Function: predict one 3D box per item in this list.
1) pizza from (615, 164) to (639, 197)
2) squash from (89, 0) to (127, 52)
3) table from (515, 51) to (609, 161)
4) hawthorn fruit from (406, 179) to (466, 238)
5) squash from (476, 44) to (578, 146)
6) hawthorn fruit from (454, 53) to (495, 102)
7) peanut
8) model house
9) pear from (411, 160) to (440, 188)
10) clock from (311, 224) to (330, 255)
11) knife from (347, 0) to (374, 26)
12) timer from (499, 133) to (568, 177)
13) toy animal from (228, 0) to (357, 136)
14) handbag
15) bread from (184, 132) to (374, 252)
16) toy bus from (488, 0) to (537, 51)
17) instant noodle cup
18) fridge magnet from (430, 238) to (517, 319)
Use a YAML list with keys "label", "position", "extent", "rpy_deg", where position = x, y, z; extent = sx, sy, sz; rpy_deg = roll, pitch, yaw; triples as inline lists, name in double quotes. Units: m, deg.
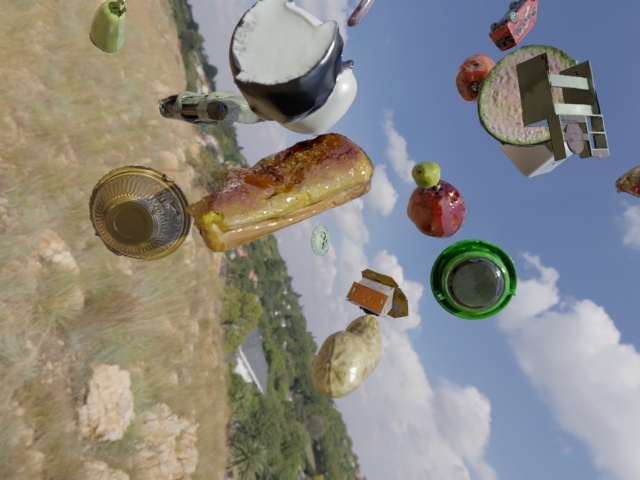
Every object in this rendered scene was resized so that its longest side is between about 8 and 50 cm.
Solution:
- label: "pizza"
  position: [0.982, -0.150, 1.196]
  extent: [0.062, 0.188, 0.198]
  rpy_deg: [31, 35, -51]
- label: "squash"
  position: [-0.570, -0.605, 1.149]
  extent: [0.224, 0.094, 0.094]
  rpy_deg: [-4, -71, 54]
- label: "table"
  position: [0.414, -0.218, 0.712]
  extent: [0.062, 0.146, 0.175]
  rpy_deg: [-8, -89, 58]
- label: "hawthorn fruit"
  position: [0.425, -0.132, 1.544]
  extent: [0.266, 0.211, 0.230]
  rpy_deg: [57, 14, -52]
- label: "squash"
  position: [0.697, -0.461, 1.407]
  extent: [0.309, 0.311, 0.310]
  rpy_deg: [-24, 94, -64]
- label: "hawthorn fruit"
  position: [0.554, -0.547, 1.468]
  extent: [0.285, 0.166, 0.165]
  rpy_deg: [-69, 149, -51]
- label: "peanut"
  position: [0.076, 0.271, 1.000]
  extent: [0.253, 0.122, 0.137]
  rpy_deg: [-25, 108, -52]
- label: "model house"
  position: [0.211, 0.241, 1.581]
  extent: [0.220, 0.136, 0.207]
  rpy_deg: [23, -48, 30]
- label: "pear"
  position: [0.330, -0.202, 1.289]
  extent: [0.092, 0.097, 0.092]
  rpy_deg: [7, -82, 55]
- label: "clock"
  position: [0.000, 0.000, 0.987]
  extent: [0.083, 0.010, 0.074]
  rpy_deg: [8, 86, -60]
- label: "knife"
  position: [0.163, -0.815, 1.339]
  extent: [0.053, 0.277, 0.123]
  rpy_deg: [23, -4, 24]
- label: "timer"
  position: [0.886, -0.390, 1.678]
  extent: [0.192, 0.195, 0.194]
  rpy_deg: [60, -39, 18]
- label: "toy animal"
  position: [-0.056, -0.356, 0.922]
  extent: [0.310, 0.251, 0.250]
  rpy_deg: [35, 32, -77]
- label: "handbag"
  position: [-0.329, -0.420, 1.323]
  extent: [0.253, 0.316, 0.108]
  rpy_deg: [-28, 124, -57]
- label: "bread"
  position: [-0.083, -0.115, 0.837]
  extent: [0.185, 0.381, 0.109]
  rpy_deg: [50, -27, 35]
- label: "toy bus"
  position: [0.620, -0.694, 1.316]
  extent: [0.089, 0.195, 0.081]
  rpy_deg: [46, -18, -19]
- label: "instant noodle cup"
  position: [-0.486, -0.058, 1.098]
  extent: [0.090, 0.274, 0.273]
  rpy_deg: [-105, 176, -72]
- label: "fridge magnet"
  position: [0.380, 0.099, 1.039]
  extent: [0.088, 0.208, 0.207]
  rpy_deg: [-32, 101, -76]
